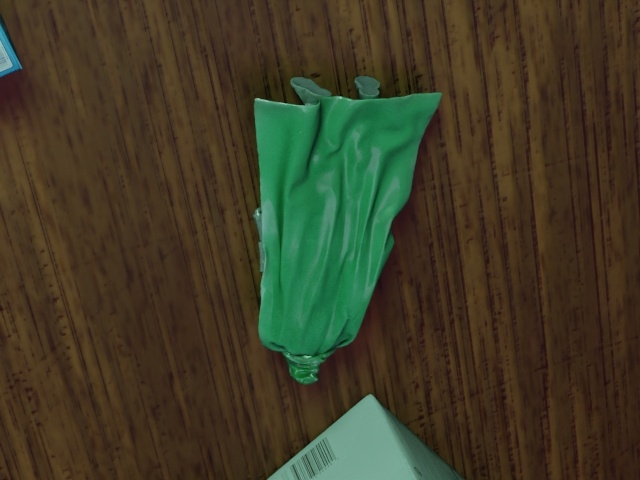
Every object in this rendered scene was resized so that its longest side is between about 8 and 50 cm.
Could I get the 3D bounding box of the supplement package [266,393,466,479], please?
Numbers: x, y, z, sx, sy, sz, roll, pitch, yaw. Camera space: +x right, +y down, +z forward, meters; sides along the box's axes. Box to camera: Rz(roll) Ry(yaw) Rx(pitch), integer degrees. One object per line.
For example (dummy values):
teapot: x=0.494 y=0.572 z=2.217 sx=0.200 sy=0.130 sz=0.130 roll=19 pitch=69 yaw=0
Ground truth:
supplement package: x=0.079 y=0.261 z=1.432 sx=0.139 sy=0.134 sz=0.244 roll=-40 pitch=124 yaw=8

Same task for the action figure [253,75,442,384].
action figure: x=0.000 y=0.000 z=1.287 sx=0.137 sy=0.063 sz=0.232 roll=-1 pitch=117 yaw=-20

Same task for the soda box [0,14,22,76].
soda box: x=-0.252 y=-0.186 z=1.082 sx=0.067 sy=0.071 sz=0.210 roll=-24 pitch=125 yaw=-4
